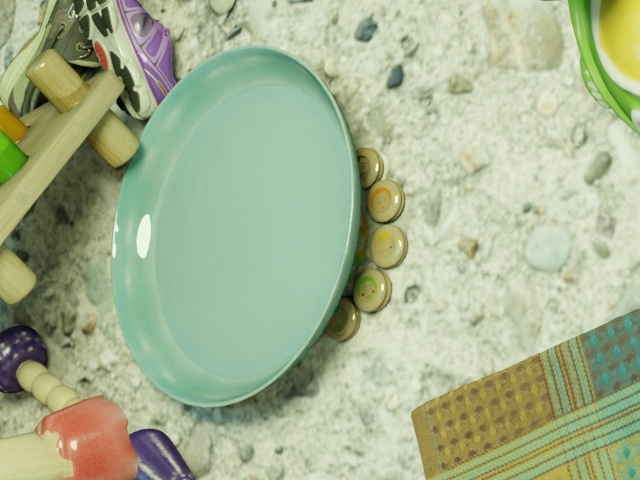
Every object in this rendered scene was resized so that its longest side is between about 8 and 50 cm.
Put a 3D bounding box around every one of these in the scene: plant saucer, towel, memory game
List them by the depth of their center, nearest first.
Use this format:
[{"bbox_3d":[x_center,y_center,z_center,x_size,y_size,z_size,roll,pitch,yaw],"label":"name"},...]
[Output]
[{"bbox_3d":[0.211,0.252,1.289,0.271,0.040,0.370,-27,63,32],"label":"towel"},{"bbox_3d":[0.000,0.000,1.530,0.186,0.012,0.186,-9,75,40],"label":"memory game"},{"bbox_3d":[-0.071,-0.011,1.555,0.317,0.043,0.318,-15,70,44],"label":"plant saucer"}]

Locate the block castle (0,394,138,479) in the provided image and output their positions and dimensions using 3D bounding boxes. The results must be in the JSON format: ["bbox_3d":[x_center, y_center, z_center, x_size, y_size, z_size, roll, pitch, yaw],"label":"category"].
[{"bbox_3d":[-0.286,0.282,1.534,0.453,0.212,0.303,-3,96,57],"label":"block castle"}]

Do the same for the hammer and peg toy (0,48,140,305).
[{"bbox_3d":[-0.342,-0.001,1.603,0.266,0.127,0.361,-19,30,48],"label":"hammer and peg toy"}]

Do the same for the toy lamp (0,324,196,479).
[{"bbox_3d":[-0.212,0.171,1.634,0.274,0.080,0.080,31,102,41],"label":"toy lamp"}]

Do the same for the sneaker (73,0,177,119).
[{"bbox_3d":[-0.178,-0.198,1.660,0.068,0.071,0.170,-9,103,55],"label":"sneaker"}]

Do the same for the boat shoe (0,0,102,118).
[{"bbox_3d":[-0.233,-0.192,1.727,0.223,0.080,0.073,-51,59,27],"label":"boat shoe"}]

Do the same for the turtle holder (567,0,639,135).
[{"bbox_3d":[0.276,-0.162,1.116,0.243,0.320,0.227,-43,18,7],"label":"turtle holder"}]
